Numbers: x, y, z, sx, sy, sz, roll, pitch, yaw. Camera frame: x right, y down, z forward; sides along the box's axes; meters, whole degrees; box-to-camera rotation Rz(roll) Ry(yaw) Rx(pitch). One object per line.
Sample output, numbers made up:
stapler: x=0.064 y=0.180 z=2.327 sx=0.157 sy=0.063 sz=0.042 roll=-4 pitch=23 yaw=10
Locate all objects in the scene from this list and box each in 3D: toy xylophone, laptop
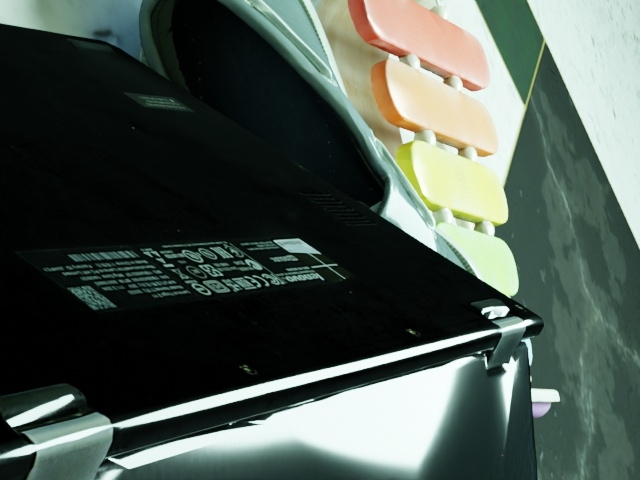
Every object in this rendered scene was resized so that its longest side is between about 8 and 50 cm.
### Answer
toy xylophone: x=0.081 y=-0.035 z=0.972 sx=0.236 sy=0.081 sz=0.322 roll=-5 pitch=79 yaw=-64
laptop: x=-0.082 y=0.108 z=0.501 sx=0.408 sy=0.236 sz=0.382 roll=34 pitch=15 yaw=21

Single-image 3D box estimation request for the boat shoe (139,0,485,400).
boat shoe: x=0.000 y=0.000 z=0.740 sx=0.319 sy=0.116 sz=0.099 roll=63 pitch=15 yaw=-3
